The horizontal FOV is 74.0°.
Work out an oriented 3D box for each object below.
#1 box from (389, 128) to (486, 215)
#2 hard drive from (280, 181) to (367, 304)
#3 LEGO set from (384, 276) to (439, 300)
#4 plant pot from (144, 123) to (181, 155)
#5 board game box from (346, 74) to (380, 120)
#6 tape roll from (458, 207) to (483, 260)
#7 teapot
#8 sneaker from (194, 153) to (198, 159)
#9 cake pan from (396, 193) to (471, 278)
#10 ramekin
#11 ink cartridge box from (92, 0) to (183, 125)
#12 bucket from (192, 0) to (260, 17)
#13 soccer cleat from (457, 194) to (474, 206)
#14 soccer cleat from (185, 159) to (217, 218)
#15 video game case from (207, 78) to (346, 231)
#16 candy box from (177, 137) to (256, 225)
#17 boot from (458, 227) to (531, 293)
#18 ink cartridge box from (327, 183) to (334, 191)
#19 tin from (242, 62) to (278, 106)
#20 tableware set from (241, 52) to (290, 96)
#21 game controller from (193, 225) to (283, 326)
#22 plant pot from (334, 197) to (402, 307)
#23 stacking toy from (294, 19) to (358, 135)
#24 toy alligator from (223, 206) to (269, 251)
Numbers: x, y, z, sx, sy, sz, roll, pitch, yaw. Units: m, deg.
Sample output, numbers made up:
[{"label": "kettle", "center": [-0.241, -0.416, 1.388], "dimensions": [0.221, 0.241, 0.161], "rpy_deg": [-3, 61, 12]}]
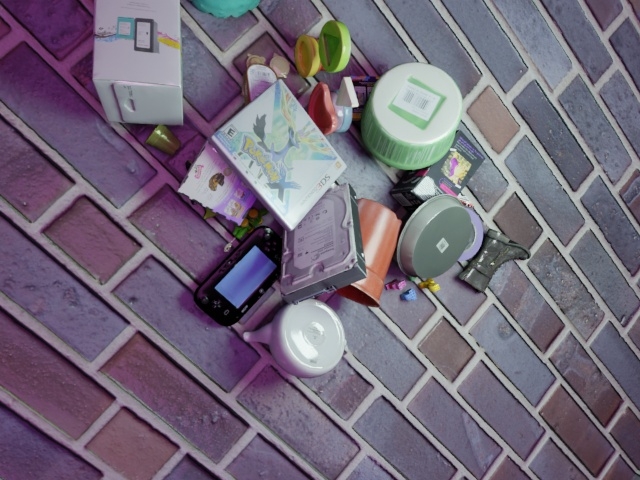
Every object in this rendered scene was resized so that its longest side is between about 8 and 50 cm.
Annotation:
[{"label": "box", "center": [0.390, -0.216, 1.426], "dimensions": [0.143, 0.165, 0.270], "rpy_deg": [42, 80, -15]}, {"label": "hard drive", "center": [0.000, 0.000, 1.197], "dimensions": [0.236, 0.339, 0.064], "rpy_deg": [-23, 132, 21]}, {"label": "LEGO set", "center": [0.352, 0.148, 1.471], "dimensions": [0.227, 0.093, 0.087], "rpy_deg": [-26, 100, -15]}, {"label": "plant pot", "center": [-0.444, -0.284, 1.210], "dimensions": [0.079, 0.083, 0.083], "rpy_deg": [38, 81, -28]}, {"label": "board game box", "center": [0.168, -0.466, 1.405], "dimensions": [0.170, 0.048, 0.141], "rpy_deg": [-4, 96, -17]}, {"label": "tape roll", "center": [0.475, -0.023, 1.509], "dimensions": [0.188, 0.080, 0.189], "rpy_deg": [-1, 94, -18]}, {"label": "teapot", "center": [-0.057, 0.310, 1.310], "dimensions": [0.252, 0.187, 0.256], "rpy_deg": [-33, 85, -40]}, {"label": "sneaker", "center": [-0.225, -0.246, 1.262], "dimensions": [0.268, 0.101, 0.153], "rpy_deg": [-28, 98, -17]}, {"label": "cake pan", "center": [0.369, 0.000, 1.343], "dimensions": [0.292, 0.054, 0.294], "rpy_deg": [-17, 125, -27]}, {"label": "ramekin", "center": [0.277, -0.382, 1.285], "dimensions": [0.302, 0.148, 0.304], "rpy_deg": [0, 78, 1]}, {"label": "ink cartridge box", "center": [-0.458, -0.466, 1.092], "dimensions": [0.196, 0.198, 0.271], "rpy_deg": [-1, 77, -17]}, {"label": "bucket", "center": [-0.272, -0.788, 1.177], "dimensions": [0.280, 0.183, 0.282], "rpy_deg": [-1, 93, -18]}, {"label": "soccer cleat", "center": [0.530, -0.147, 1.547], "dimensions": [0.083, 0.029, 0.036], "rpy_deg": [21, 91, -13]}, {"label": "soccer cleat", "center": [-0.359, -0.147, 1.249], "dimensions": [0.072, 0.060, 0.179], "rpy_deg": [-30, 104, -13]}, {"label": "video game case", "center": [-0.104, -0.244, 1.203], "dimensions": [0.329, 0.036, 0.300], "rpy_deg": [49, 60, -19]}, {"label": "candy box", "center": [-0.273, -0.164, 1.196], "dimensions": [0.196, 0.070, 0.165], "rpy_deg": [31, 101, -23]}, {"label": "boot", "center": [0.640, 0.093, 1.572], "dimensions": [0.262, 0.091, 0.229], "rpy_deg": [23, 97, -28]}, {"label": "ink cartridge box", "center": [-0.030, -0.165, 1.336], "dimensions": [0.122, 0.088, 0.052], "rpy_deg": [8, 92, -18]}, {"label": "tin", "center": [-0.172, -0.437, 1.251], "dimensions": [0.106, 0.040, 0.190], "rpy_deg": [-2, 74, -21]}, {"label": "tableware set", "center": [-0.168, -0.499, 1.311], "dimensions": [0.140, 0.020, 0.169], "rpy_deg": [7, 90, -18]}, {"label": "game controller", "center": [-0.229, 0.108, 1.298], "dimensions": [0.166, 0.067, 0.319], "rpy_deg": [46, 80, -15]}, {"label": "plant pot", "center": [0.113, 0.027, 1.314], "dimensions": [0.272, 0.272, 0.265], "rpy_deg": [31, 76, -17]}, {"label": "stacking toy", "center": [0.057, -0.482, 1.258], "dimensions": [0.130, 0.279, 0.310], "rpy_deg": [-14, 96, -27]}, {"label": "toy alligator", "center": [-0.237, -0.046, 1.300], "dimensions": [0.189, 0.056, 0.051], "rpy_deg": [-44, 61, -8]}]
